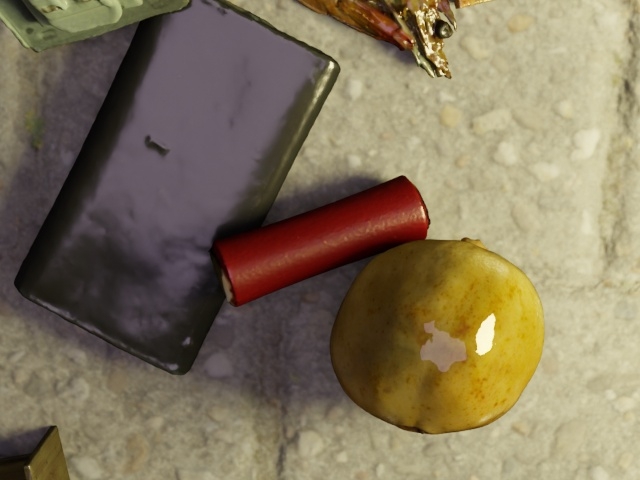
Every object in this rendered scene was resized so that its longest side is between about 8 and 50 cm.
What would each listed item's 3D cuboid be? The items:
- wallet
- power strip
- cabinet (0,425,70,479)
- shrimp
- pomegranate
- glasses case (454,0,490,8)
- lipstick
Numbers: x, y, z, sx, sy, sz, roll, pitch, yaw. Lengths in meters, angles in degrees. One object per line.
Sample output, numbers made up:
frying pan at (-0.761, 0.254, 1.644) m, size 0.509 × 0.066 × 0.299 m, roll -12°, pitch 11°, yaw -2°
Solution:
wallet at (-0.164, -0.070, 1.461) m, size 0.228 × 0.062 × 0.406 m, roll 27°, pitch 101°, yaw -4°
power strip at (-0.258, -0.267, 1.317) m, size 0.198 × 0.213 × 0.064 m, roll -15°, pitch 57°, yaw 14°
cabinet at (-0.379, 0.350, 1.495) m, size 0.175 × 0.148 × 0.215 m, roll -10°, pitch 99°, yaw 3°
shrimp at (0.047, -0.288, 1.421) m, size 0.154 × 0.062 × 0.294 m, roll -38°, pitch 95°, yaw 20°
pomegranate at (0.130, 0.107, 1.405) m, size 0.233 × 0.233 × 0.233 m, roll 0°, pitch 100°, yaw 1°
glasses case at (0.160, -0.342, 1.414) m, size 0.065 × 0.041 × 0.169 m, roll -15°, pitch 99°, yaw -8°
lipstick at (0.000, 0.000, 1.431) m, size 0.241 × 0.080 × 0.080 m, roll -20°, pitch 99°, yaw -10°
